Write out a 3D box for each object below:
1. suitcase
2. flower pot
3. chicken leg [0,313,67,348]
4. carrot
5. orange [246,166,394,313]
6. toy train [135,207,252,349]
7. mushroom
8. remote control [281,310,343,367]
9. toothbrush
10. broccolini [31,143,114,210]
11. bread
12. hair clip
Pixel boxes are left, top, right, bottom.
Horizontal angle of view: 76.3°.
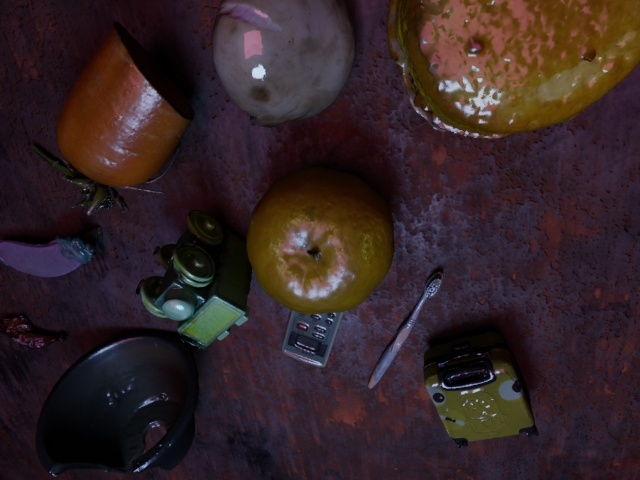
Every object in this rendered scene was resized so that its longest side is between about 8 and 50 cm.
[{"bbox_3d":[0.341,0.318,0.888,0.193,0.143,0.235,-20,110,21],"label":"suitcase"},{"bbox_3d":[-0.463,0.446,1.050,0.378,0.380,0.251,1,136,11],"label":"flower pot"},{"bbox_3d":[-0.830,0.269,1.169,0.204,0.053,0.093,22,103,-3],"label":"chicken leg"},{"bbox_3d":[-0.369,-0.208,0.766,0.331,0.214,0.193,-42,72,21],"label":"carrot"},{"bbox_3d":[0.000,0.000,0.764,0.278,0.235,0.279,2,99,10],"label":"orange"},{"bbox_3d":[-0.240,0.069,0.833,0.188,0.272,0.159,38,115,-26],"label":"toy train"},{"bbox_3d":[-0.060,-0.305,0.650,0.184,0.254,0.255,40,122,31],"label":"mushroom"},{"bbox_3d":[-0.008,0.169,0.950,0.123,0.038,0.286,19,117,3],"label":"remote control"},{"bbox_3d":[0.187,0.219,0.938,0.028,0.037,0.376,24,120,3],"label":"toothbrush"},{"bbox_3d":[-0.559,-0.148,0.925,0.218,0.044,0.042,43,131,-4],"label":"broccolini"},{"bbox_3d":[0.273,-0.317,0.574,0.358,0.204,0.337,-21,104,22],"label":"bread"},{"bbox_3d":[-0.682,0.035,1.015,0.358,0.110,0.096,-12,72,21],"label":"hair clip"}]
